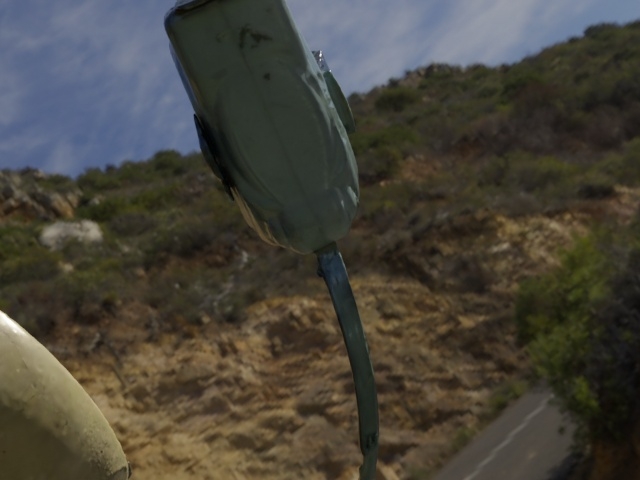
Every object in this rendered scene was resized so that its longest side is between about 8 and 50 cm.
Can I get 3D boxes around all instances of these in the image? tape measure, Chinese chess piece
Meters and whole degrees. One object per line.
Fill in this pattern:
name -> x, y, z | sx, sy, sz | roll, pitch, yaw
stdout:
tape measure -> 0.001, 0.000, 0.570 | 0.084, 0.330, 0.164 | -21, 25, 4
Chinese chess piece -> -0.254, 0.133, 0.686 | 0.097, 0.251, 0.251 | -51, -3, -36
